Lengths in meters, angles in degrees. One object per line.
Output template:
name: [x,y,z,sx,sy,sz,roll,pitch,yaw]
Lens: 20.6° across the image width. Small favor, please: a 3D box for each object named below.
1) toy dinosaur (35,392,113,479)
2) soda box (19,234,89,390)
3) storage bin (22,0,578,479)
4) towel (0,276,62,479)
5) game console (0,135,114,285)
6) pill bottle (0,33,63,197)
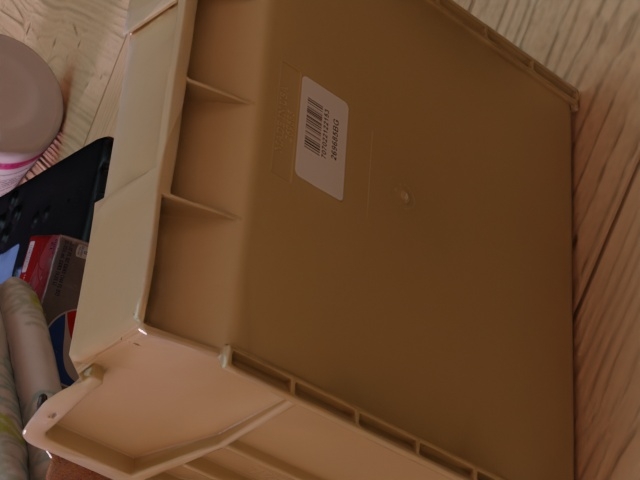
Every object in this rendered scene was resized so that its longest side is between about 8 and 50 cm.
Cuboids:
toy dinosaur: [-0.041,0.020,1.001,0.127,0.200,0.295,-38,38,52]
soda box: [-0.224,0.131,1.457,0.083,0.092,0.263,-1,71,63]
storage bin: [0.000,0.000,0.841,0.123,0.260,0.262,-26,47,41]
towel: [-0.285,0.231,1.301,0.320,0.090,0.374,-61,29,22]
game console: [-0.302,0.113,1.693,0.342,0.060,0.386,-27,49,59]
pill bottle: [-0.411,-0.097,1.974,0.283,0.160,0.160,-43,35,48]
